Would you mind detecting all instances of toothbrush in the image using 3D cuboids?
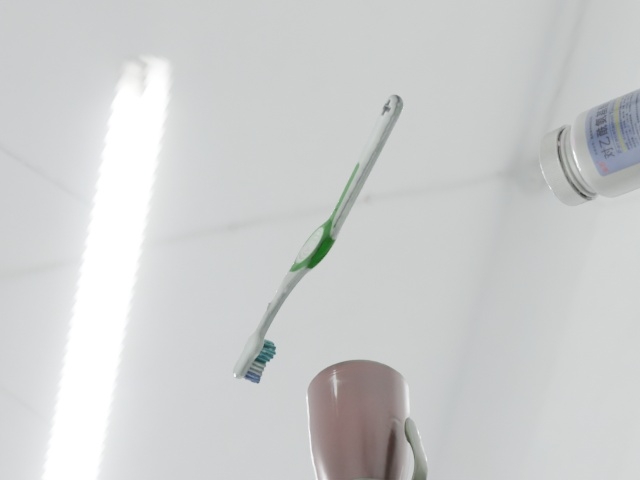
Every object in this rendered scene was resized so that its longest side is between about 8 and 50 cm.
[{"bbox_3d":[-0.001,-0.001,1.648,0.030,0.030,0.304,16,-75,-54],"label":"toothbrush"}]

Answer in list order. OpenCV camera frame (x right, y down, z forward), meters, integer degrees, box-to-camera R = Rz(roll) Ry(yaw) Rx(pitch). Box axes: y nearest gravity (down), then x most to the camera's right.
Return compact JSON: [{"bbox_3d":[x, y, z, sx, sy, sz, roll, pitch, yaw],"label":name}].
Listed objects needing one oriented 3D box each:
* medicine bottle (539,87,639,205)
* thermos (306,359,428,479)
[{"bbox_3d":[0.338,-0.107,1.935,0.103,0.186,0.103,27,-128,-43],"label":"medicine bottle"},{"bbox_3d":[0.067,0.301,2.430,0.176,0.265,0.146,-36,-54,27],"label":"thermos"}]
